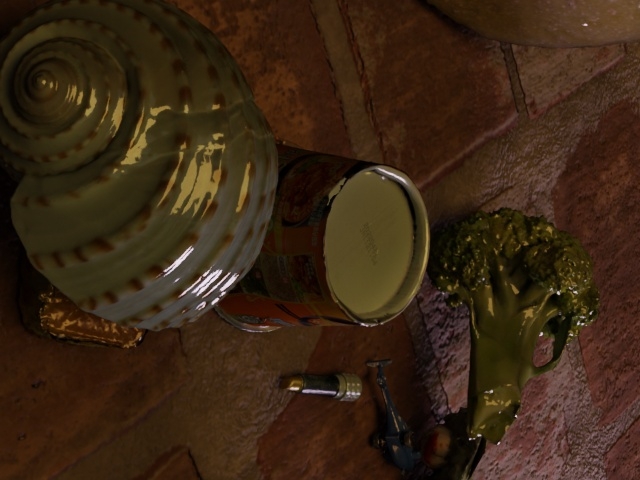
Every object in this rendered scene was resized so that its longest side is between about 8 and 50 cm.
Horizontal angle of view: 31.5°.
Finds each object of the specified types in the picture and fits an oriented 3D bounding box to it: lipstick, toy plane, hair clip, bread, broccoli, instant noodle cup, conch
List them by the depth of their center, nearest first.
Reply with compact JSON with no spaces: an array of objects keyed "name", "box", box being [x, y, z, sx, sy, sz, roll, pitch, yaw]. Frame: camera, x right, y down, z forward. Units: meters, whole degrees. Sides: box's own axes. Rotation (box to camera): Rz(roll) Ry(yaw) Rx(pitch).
[{"name":"conch","box":[-0.147,-0.083,1.052,0.319,0.215,0.303,2,62,-52]},{"name":"bread","box":[-0.226,0.041,1.119,0.140,0.069,0.128,12,85,-43]},{"name":"instant noodle cup","box":[0.000,0.000,1.265,0.230,0.182,0.230,-7,99,-46]},{"name":"lipstick","box":[-0.002,0.176,1.386,0.116,0.037,0.037,12,85,-41]},{"name":"toy plane","box":[0.095,0.232,1.482,0.062,0.054,0.167,-58,136,-58]},{"name":"broccoli","box":[0.255,0.069,1.493,0.254,0.186,0.302,56,34,-11]},{"name":"hair clip","box":[0.152,0.381,1.521,0.091,0.138,0.321,8,87,-2]}]

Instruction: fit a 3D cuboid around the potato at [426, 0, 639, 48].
[{"name":"potato","box":[0.292,-0.473,1.383,0.442,0.385,0.320,33,58,-53]}]
